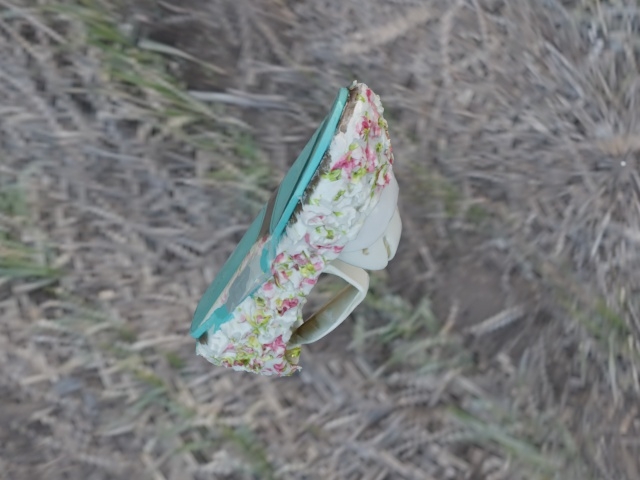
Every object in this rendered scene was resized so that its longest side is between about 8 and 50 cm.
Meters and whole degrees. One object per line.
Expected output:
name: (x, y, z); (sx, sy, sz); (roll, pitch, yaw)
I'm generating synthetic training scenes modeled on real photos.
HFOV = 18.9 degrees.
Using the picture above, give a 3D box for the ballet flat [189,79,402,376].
ballet flat: (0.000, 0.000, 1.070); (0.077, 0.241, 0.091); (26, 52, -8)
